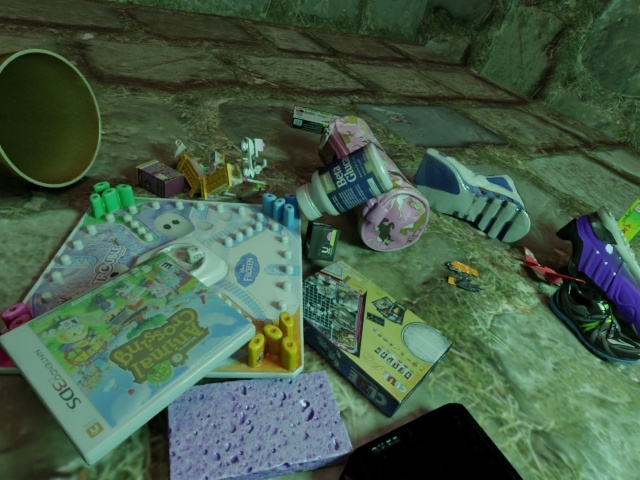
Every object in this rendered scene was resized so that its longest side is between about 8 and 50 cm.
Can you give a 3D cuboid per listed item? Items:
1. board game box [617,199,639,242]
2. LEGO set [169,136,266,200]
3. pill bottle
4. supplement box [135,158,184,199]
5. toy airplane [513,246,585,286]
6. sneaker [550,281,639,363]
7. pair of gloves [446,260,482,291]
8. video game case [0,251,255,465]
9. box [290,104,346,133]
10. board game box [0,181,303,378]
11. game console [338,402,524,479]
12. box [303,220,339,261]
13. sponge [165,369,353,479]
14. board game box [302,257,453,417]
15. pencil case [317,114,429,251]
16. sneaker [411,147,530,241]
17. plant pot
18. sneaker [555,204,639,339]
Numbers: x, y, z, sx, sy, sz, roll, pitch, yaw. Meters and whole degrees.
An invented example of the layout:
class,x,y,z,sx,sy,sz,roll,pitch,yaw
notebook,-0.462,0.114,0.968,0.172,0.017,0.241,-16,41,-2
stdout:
class,x,y,z,sx,sy,sz,roll,pitch,yaw
board game box,0.684,-0.001,0.949,0.043,0.181,0.092,44,20,32
LEGO set,-0.213,-0.145,0.887,0.287,0.132,0.107,10,3,41
pill bottle,0.042,-0.104,0.776,0.169,0.094,0.094,-26,36,14
supplement box,-0.335,-0.129,0.862,0.083,0.043,0.055,28,37,16
toy airplane,0.479,0.064,0.883,0.151,0.028,0.151,33,-1,1
sneaker,0.530,0.155,0.790,0.067,0.078,0.188,-7,42,-26
pair of gloves,0.301,0.074,0.866,0.074,0.010,0.083,18,37,2
video game case,-0.220,0.112,0.486,0.193,0.023,0.212,32,45,26
box,0.011,-0.382,1.334,0.207,0.036,0.114,11,36,-7
board game box,-0.222,0.031,0.650,0.390,0.050,0.390,3,38,-6
game console,0.187,0.356,0.424,0.213,0.044,0.361,-10,44,-31
box,0.000,0.000,0.780,0.052,0.062,0.083,9,8,-8
sponge,-0.077,0.226,0.503,0.210,0.031,0.117,0,39,-21
board game box,0.067,0.139,0.664,0.243,0.042,0.165,37,41,26
pencil case,0.110,-0.143,0.956,0.167,0.160,0.386,-8,42,-14
sneaker,0.407,-0.128,1.095,0.315,0.127,0.182,35,36,13
plant pot,-0.601,-0.229,0.765,0.254,0.237,0.237,7,35,11
sneaker,0.604,0.085,0.886,0.102,0.146,0.293,12,59,-54
